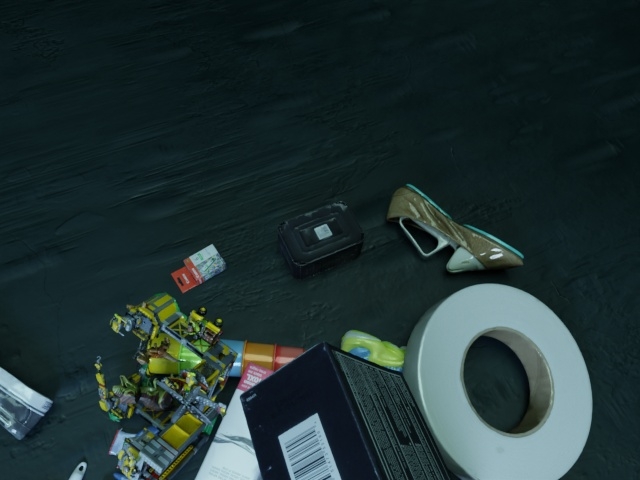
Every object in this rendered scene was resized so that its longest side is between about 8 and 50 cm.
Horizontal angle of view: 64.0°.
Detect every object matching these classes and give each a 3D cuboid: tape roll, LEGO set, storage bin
[{"bbox_3d":[0.350,0.280,1.007,0.391,0.072,0.393,6,69,-16],"label":"tape roll"},{"bbox_3d":[-0.295,0.273,0.874,0.255,0.331,0.192,39,31,8],"label":"LEGO set"},{"bbox_3d":[0.000,0.000,1.198,0.180,0.084,0.122,-22,64,-13],"label":"storage bin"}]

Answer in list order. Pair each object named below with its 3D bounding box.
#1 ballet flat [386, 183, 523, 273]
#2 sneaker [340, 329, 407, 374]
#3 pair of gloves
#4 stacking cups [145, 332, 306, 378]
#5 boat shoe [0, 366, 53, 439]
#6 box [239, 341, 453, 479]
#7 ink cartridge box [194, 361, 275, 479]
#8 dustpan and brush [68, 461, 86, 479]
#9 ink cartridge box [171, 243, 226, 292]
[{"bbox_3d":[0.299,-0.001,1.208,0.342,0.116,0.124,35,85,16],"label":"ballet flat"},{"bbox_3d":[0.149,0.276,1.061,0.239,0.091,0.126,17,79,6],"label":"sneaker"},{"bbox_3d":[-0.335,0.439,0.968,0.159,0.023,0.198,7,56,3],"label":"pair of gloves"},{"bbox_3d":[-0.188,0.246,1.046,0.315,0.096,0.096,6,60,0],"label":"stacking cups"},{"bbox_3d":[-0.676,0.282,0.999,0.301,0.108,0.102,30,62,5],"label":"boat shoe"},{"bbox_3d":[0.062,0.352,0.794,0.182,0.294,0.296,-36,53,16],"label":"box"},{"bbox_3d":[-0.130,0.368,0.932,0.100,0.172,0.237,19,61,10],"label":"ink cartridge box"},{"bbox_3d":[-0.475,0.500,0.905,0.147,0.060,0.211,31,59,-14],"label":"dustpan and brush"},{"bbox_3d":[-0.282,0.064,1.178,0.115,0.029,0.063,-31,67,-19],"label":"ink cartridge box"}]
